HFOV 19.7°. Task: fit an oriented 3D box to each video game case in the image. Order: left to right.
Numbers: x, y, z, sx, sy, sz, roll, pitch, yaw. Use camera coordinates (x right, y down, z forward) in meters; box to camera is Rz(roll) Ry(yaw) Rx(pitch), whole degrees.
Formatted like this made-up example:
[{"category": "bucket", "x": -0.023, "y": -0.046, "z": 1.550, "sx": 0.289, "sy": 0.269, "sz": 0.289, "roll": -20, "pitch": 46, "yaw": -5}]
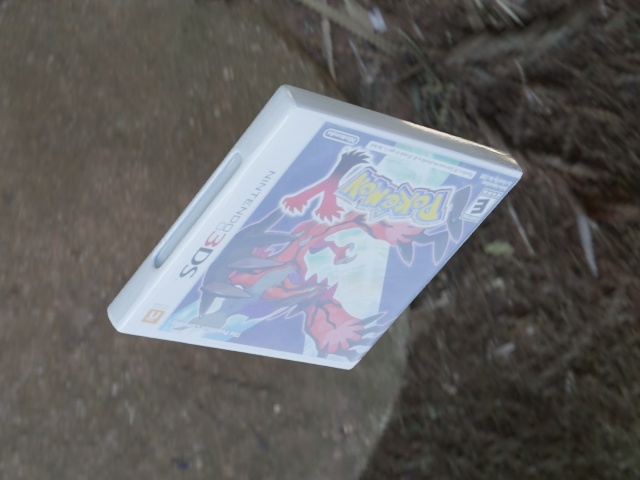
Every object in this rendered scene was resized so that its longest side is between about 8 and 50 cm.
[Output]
[{"category": "video game case", "x": 0.000, "y": 0.000, "z": 1.101, "sx": 0.201, "sy": 0.023, "sz": 0.183, "roll": 12, "pitch": 126, "yaw": -45}]
